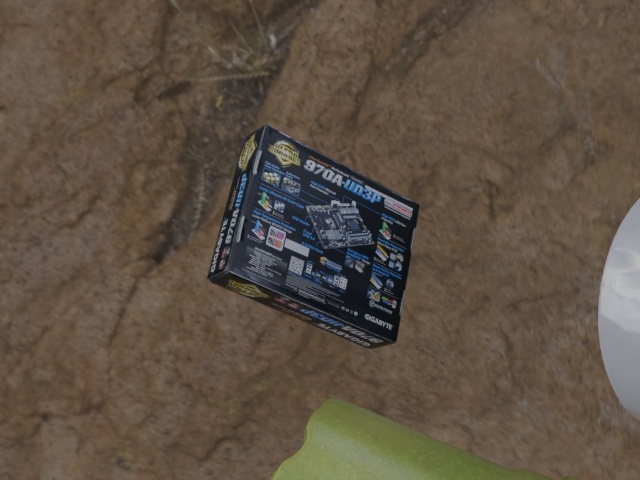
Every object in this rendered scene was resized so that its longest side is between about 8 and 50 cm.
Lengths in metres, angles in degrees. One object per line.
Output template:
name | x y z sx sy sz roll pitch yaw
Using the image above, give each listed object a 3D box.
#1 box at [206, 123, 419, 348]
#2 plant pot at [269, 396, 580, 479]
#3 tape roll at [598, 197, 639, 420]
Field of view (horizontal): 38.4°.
box | 0.000 0.000 0.999 0.051 0.220 0.175 -24 48 53
plant pot | 0.076 0.291 0.897 0.253 0.276 0.276 29 84 14
tape roll | 0.387 0.063 0.802 0.169 0.246 0.246 6 72 56
